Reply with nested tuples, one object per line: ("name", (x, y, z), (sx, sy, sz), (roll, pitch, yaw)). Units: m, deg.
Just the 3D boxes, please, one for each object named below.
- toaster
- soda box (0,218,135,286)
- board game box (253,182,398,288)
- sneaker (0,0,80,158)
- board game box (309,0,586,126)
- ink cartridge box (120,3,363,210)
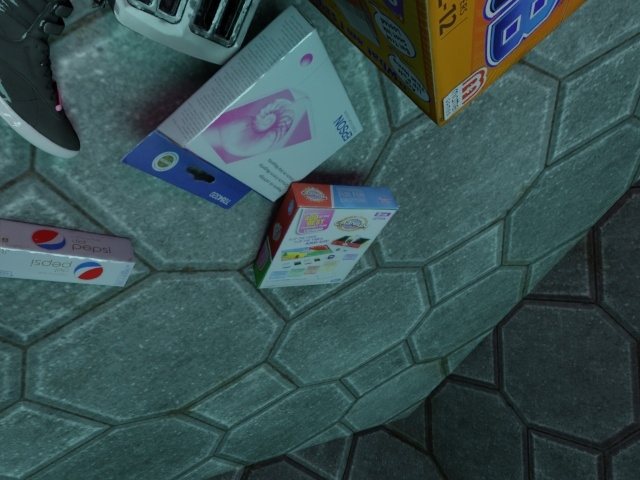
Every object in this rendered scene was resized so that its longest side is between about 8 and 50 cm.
("toaster", (-0.175, -0.334, 0.546), (0.168, 0.110, 0.186), (9, 126, -39))
("soda box", (-0.460, 0.027, 0.774), (0.216, 0.074, 0.069), (13, 124, -42))
("board game box", (0.000, 0.000, 0.995), (0.242, 0.064, 0.317), (-1, 145, -27))
("sneaker", (-0.357, -0.235, 0.537), (0.146, 0.105, 0.296), (-30, 144, -10))
("board game box", (0.118, -0.406, 0.380), (0.356, 0.357, 0.356), (-41, 162, 7))
("ink cartridge box", (-0.099, -0.168, 0.727), (0.330, 0.071, 0.324), (-40, 163, 8))
